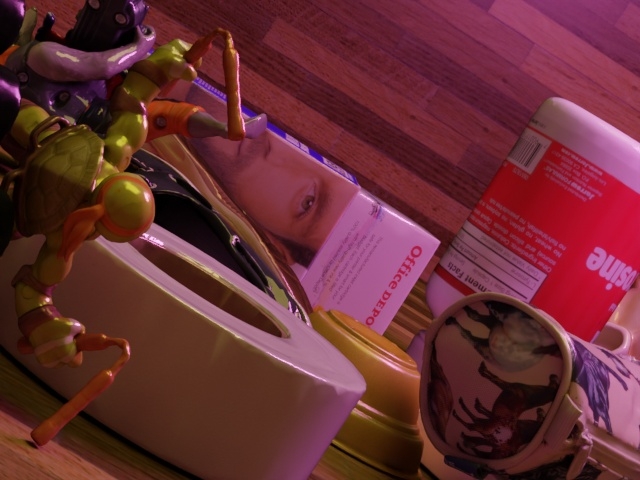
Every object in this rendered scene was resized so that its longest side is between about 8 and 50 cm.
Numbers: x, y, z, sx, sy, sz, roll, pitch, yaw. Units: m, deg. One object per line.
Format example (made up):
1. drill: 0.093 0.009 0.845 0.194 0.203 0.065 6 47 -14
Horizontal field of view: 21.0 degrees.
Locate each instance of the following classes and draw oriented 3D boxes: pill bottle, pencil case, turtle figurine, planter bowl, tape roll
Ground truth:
1. pill bottle: 0.284 0.037 2.261 0.229 0.408 0.229 32 5 -3
2. pencil case: 0.266 0.185 1.612 0.410 0.160 0.183 27 19 -45
3. turtle figurine: -0.165 -0.020 1.065 0.087 0.269 0.217 27 -9 -36
4. planter bowl: 0.026 0.126 1.610 0.217 0.090 0.217 32 5 -3
5. tape roll: -0.110 0.068 1.247 0.286 0.100 0.286 33 5 -3

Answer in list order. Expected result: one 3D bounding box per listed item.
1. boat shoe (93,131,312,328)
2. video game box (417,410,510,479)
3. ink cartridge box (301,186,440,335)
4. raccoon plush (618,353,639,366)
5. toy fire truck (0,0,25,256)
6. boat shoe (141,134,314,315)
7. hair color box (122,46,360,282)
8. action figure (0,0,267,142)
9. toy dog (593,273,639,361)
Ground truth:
1. boat shoe: -0.153 -0.002 1.529 0.340 0.127 0.113 45 -3 21
2. video game box: 0.188 0.248 1.689 0.187 0.048 0.205 26 9 -38
3. ink cartridge box: 0.000 0.000 2.214 0.232 0.171 0.168 32 5 -15
4. raccoon plush: 0.367 0.252 2.092 0.299 0.216 0.446 22 2 -31
5. toy fire truck: -0.324 -0.073 1.040 0.246 0.217 0.158 -15 -24 32
6. boat shoe: -0.118 0.003 1.897 0.302 0.098 0.109 51 2 15
7. hair color box: -0.143 -0.080 2.024 0.339 0.185 0.110 32 5 -7
8. action figure: -0.225 -0.155 1.787 0.330 0.341 0.178 31 32 14
9. toy dog: 0.532 0.211 2.570 0.395 0.284 0.408 -1 -46 27
